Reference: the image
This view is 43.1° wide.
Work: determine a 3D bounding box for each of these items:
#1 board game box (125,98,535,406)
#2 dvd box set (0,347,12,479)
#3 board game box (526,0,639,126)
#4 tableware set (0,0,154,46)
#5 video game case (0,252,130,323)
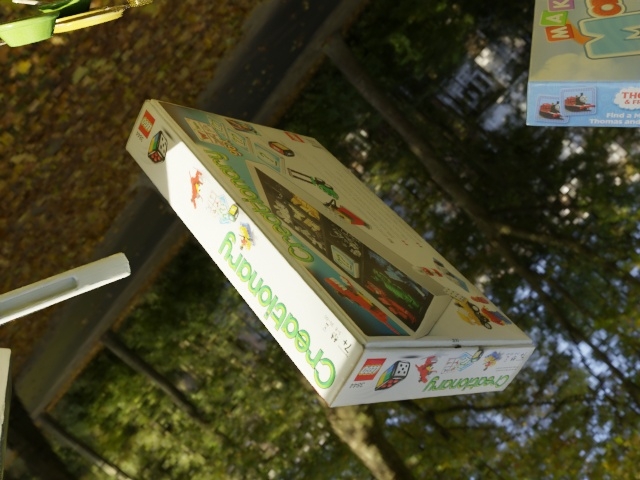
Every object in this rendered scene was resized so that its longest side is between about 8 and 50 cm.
[{"bbox_3d":[0.000,0.000,0.627,0.193,0.305,0.053,7,121,-45],"label":"board game box"},{"bbox_3d":[-0.441,0.190,0.550,0.308,0.420,0.062,-112,-150,-53],"label":"dvd box set"},{"bbox_3d":[0.236,-0.132,0.485,0.039,0.211,0.160,74,24,-48],"label":"board game box"},{"bbox_3d":[-0.158,-0.142,0.496,0.104,0.024,0.154,-1,-156,28],"label":"tableware set"},{"bbox_3d":[-0.219,0.050,0.525,0.143,0.019,0.157,-24,-176,-41],"label":"video game case"}]
